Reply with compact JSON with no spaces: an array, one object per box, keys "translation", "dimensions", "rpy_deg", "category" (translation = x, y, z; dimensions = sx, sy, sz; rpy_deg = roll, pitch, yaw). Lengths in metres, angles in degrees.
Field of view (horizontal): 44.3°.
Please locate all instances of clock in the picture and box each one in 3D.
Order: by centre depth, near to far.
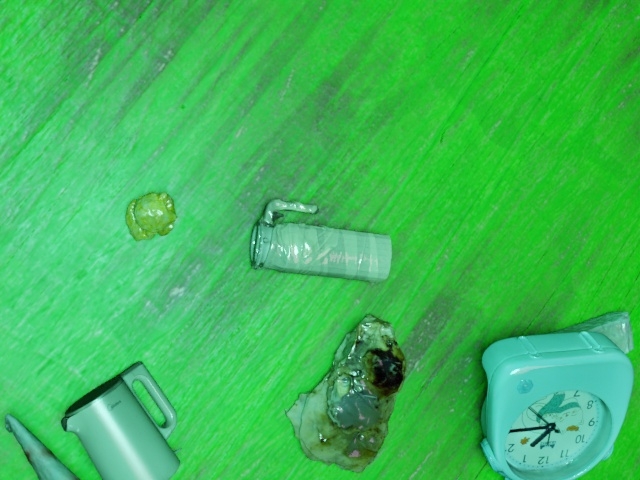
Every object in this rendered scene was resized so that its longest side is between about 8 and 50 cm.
[{"translation":[0.349,0.276,1.221],"dimensions":[0.223,0.094,0.274],"rpy_deg":[-1,116,-11],"category":"clock"}]

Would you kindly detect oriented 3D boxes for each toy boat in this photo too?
[{"translation":[-0.313,0.341,1.007],"dimensions":[0.282,0.206,0.096],"rpy_deg":[43,64,10],"category":"toy boat"}]

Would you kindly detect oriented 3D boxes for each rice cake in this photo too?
[{"translation":[0.423,0.175,1.292],"dimensions":[0.206,0.063,0.069],"rpy_deg":[-17,102,-16],"category":"rice cake"}]

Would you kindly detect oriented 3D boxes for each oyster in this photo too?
[{"translation":[0.057,0.226,1.158],"dimensions":[0.161,0.107,0.233],"rpy_deg":[22,86,-25],"category":"oyster"}]

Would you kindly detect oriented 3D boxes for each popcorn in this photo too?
[{"translation":[-0.234,-0.035,1.081],"dimensions":[0.083,0.068,0.060],"rpy_deg":[-34,75,21],"category":"popcorn"}]

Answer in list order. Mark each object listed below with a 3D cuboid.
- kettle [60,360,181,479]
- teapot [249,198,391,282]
[{"translation":[-0.256,0.260,1.055],"dimensions":[0.126,0.098,0.148],"rpy_deg":[-31,96,-10],"category":"kettle"},{"translation":[0.000,0.000,1.146],"dimensions":[0.200,0.077,0.107],"rpy_deg":[7,85,-18],"category":"teapot"}]
